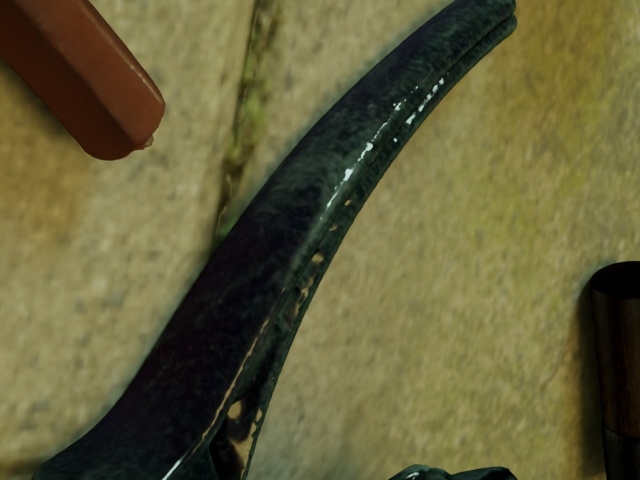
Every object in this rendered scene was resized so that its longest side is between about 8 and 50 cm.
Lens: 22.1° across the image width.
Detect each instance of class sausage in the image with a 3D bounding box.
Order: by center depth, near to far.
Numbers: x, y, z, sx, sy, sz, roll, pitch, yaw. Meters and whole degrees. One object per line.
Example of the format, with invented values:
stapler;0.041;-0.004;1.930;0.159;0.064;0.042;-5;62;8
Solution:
sausage;-0.089;-0.072;0.466;0.030;0.035;0.147;-34;138;4

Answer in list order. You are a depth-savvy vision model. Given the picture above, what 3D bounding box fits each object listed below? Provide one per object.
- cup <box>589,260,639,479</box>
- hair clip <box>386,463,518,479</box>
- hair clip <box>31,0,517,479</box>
cup;0.239;0.056;0.848;0.166;0.239;0.177;-88;-169;-75
hair clip;0.044;0.205;0.584;0.206;0.194;0.310;-42;149;-39
hair clip;0.000;0.000;0.589;0.275;0.048;0.083;-56;134;-20
